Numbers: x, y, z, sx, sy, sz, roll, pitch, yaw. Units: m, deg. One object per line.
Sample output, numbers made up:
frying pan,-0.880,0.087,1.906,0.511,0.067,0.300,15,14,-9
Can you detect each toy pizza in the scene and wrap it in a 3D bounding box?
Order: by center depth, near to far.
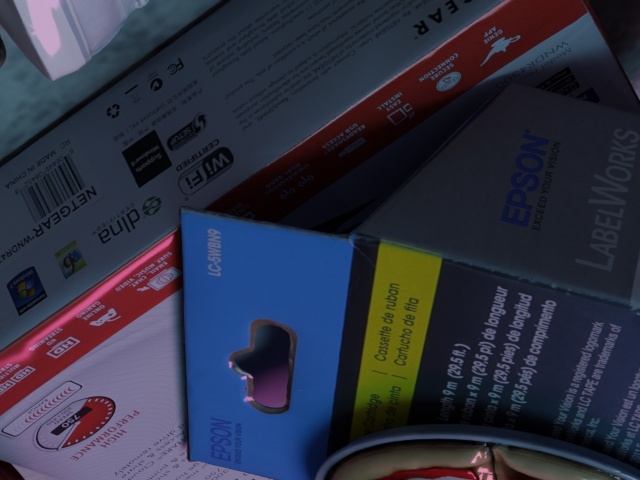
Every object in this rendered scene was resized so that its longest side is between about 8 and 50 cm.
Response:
toy pizza,0.091,0.148,0.762,0.201,0.032,0.201,12,148,8

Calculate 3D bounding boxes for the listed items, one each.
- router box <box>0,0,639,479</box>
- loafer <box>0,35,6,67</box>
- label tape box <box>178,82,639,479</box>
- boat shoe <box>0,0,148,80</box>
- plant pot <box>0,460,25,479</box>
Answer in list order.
router box,0.000,0.000,0.793,0.335,0.082,0.301,-35,151,9
loafer,-0.179,-0.058,0.560,0.148,0.056,0.050,-1,135,-42
label tape box,0.112,0.049,0.732,0.333,0.106,0.240,14,147,5
boat shoe,-0.092,-0.122,0.536,0.063,0.066,0.184,-38,152,-14
plant pot,-0.214,0.158,0.754,0.191,0.174,0.191,-22,151,-13
